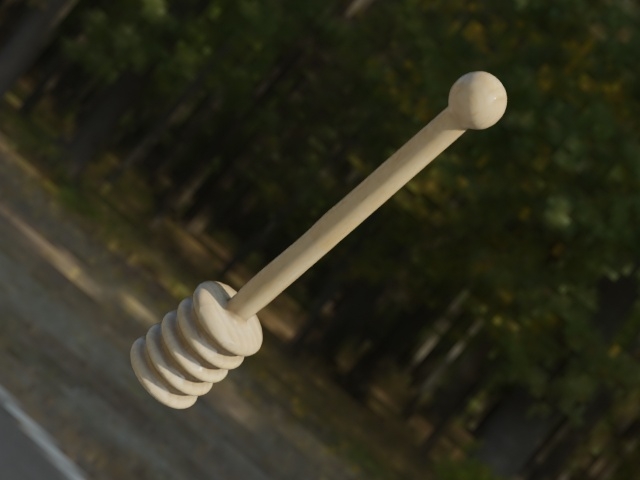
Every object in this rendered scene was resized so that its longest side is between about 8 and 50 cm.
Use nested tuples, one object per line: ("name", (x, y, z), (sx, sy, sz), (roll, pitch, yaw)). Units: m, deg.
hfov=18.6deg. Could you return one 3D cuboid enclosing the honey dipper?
("honey dipper", (0.000, 0.000, 0.632), (0.030, 0.160, 0.030), (36, 30, -25))
